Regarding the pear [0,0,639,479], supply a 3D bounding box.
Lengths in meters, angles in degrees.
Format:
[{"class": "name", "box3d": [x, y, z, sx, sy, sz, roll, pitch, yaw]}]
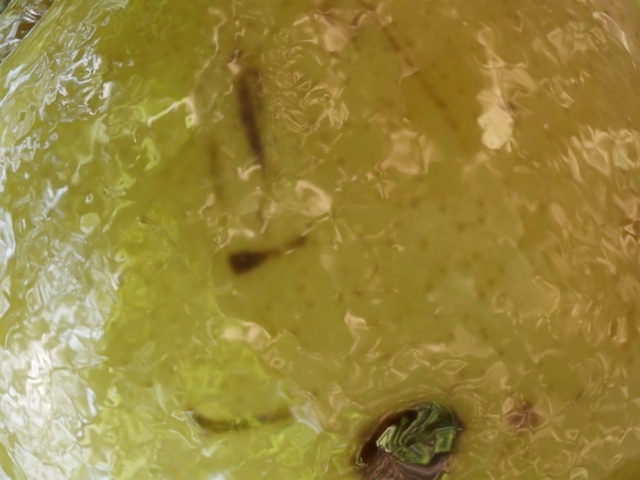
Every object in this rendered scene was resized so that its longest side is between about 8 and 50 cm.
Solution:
[{"class": "pear", "box3d": [0.000, 0.000, 0.693, 0.348, 0.348, 0.348, 27, -132, -35]}]
